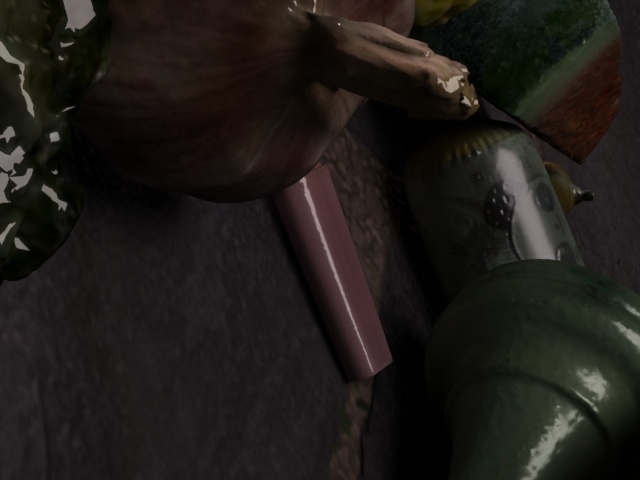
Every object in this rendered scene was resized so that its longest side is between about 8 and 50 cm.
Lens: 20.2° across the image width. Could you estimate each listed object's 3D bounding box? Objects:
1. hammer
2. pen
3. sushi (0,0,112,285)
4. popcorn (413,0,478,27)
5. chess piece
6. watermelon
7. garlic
[{"bbox_3d":[0.169,-0.014,1.466,0.202,0.113,0.305,70,21,-5],"label":"hammer"},{"bbox_3d":[0.000,0.000,1.234,0.053,0.032,0.197,-27,98,-59],"label":"pen"},{"bbox_3d":[-0.230,-0.130,0.737,0.294,0.178,0.352,11,74,-51],"label":"sushi"},{"bbox_3d":[0.030,-0.279,1.239,0.247,0.282,0.282,41,40,-36],"label":"popcorn"},{"bbox_3d":[0.122,0.169,1.201,0.195,0.194,0.299,57,41,-20],"label":"chess piece"},{"bbox_3d":[0.165,-0.146,1.449,0.193,0.140,0.256,48,5,31],"label":"watermelon"},{"bbox_3d":[-0.017,-0.118,1.029,0.245,0.253,0.245,-30,136,-34],"label":"garlic"}]
